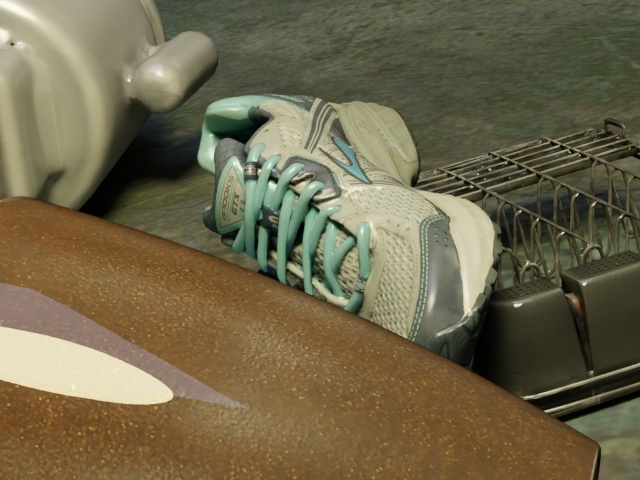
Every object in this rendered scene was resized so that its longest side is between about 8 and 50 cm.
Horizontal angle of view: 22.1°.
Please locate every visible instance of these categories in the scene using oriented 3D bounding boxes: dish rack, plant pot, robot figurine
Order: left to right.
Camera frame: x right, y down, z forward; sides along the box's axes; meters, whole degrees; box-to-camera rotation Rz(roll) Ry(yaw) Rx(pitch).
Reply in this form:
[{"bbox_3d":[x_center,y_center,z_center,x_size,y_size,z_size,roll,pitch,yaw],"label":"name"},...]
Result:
[{"bbox_3d":[-0.235,-0.127,1.274,0.300,0.199,0.353,2,23,8],"label":"robot figurine"},{"bbox_3d":[-0.019,0.106,0.603,0.231,0.215,0.215,8,25,12],"label":"plant pot"},{"bbox_3d":[0.139,0.003,0.945,0.208,0.074,0.271,-15,20,-15],"label":"dish rack"}]

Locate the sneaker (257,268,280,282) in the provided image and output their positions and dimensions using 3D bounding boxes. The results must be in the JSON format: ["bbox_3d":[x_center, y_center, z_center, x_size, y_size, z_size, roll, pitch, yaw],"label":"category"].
[{"bbox_3d":[-0.022,0.066,0.886,0.082,0.069,0.209,28,18,5],"label":"sneaker"}]

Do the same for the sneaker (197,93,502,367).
[{"bbox_3d":[0.000,0.000,0.859,0.122,0.110,0.283,12,19,-21],"label":"sneaker"}]
